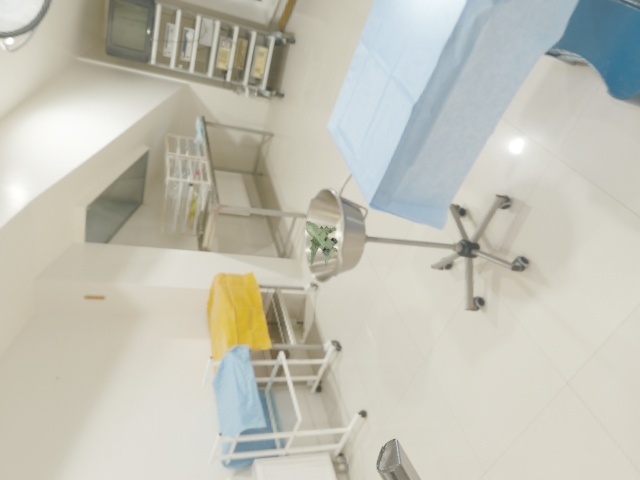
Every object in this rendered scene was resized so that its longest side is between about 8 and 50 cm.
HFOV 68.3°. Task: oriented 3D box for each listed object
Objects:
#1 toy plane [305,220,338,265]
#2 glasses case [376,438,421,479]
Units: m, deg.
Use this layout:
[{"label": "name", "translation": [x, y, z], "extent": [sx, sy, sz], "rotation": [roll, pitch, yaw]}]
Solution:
[{"label": "toy plane", "translation": [0.002, 0.000, 0.745], "extent": [0.033, 0.083, 0.080], "rotation": [6, 50, 44]}, {"label": "glasses case", "translation": [0.147, 0.395, 0.697], "extent": [0.190, 0.042, 0.072], "rotation": [60, -164, -2]}]
